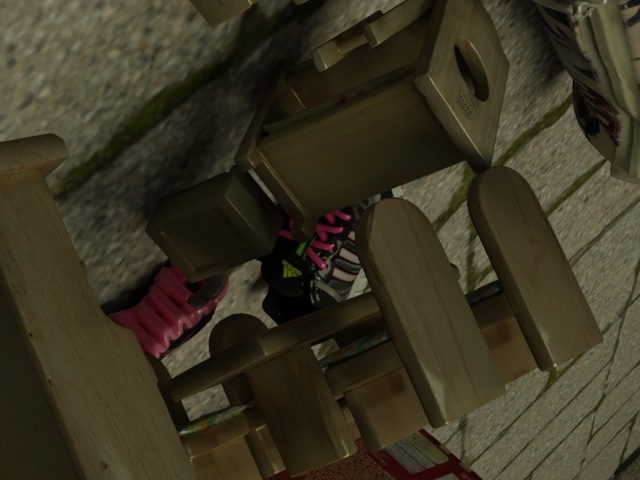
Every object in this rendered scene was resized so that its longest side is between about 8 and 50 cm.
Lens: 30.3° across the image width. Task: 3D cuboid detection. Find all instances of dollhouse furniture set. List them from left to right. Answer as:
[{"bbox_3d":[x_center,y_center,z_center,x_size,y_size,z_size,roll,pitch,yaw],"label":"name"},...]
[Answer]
[{"bbox_3d":[-0.045,0.034,0.530,0.242,0.161,0.212,-17,170,-45],"label":"dollhouse furniture set"},{"bbox_3d":[-0.028,-0.092,0.579,0.182,0.161,0.101,-20,-148,30],"label":"dollhouse furniture set"}]

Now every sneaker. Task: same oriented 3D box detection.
[{"bbox_3d":[-0.102,0.057,0.669,0.119,0.047,0.057,-35,163,-25],"label":"sneaker"},{"bbox_3d":[0.000,0.000,0.721,0.075,0.063,0.170,-40,159,-33],"label":"sneaker"}]

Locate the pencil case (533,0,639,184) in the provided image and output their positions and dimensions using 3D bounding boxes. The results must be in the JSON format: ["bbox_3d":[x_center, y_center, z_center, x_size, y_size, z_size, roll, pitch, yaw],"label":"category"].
[{"bbox_3d":[0.202,-0.156,0.716,0.183,0.160,0.410,-59,155,-1],"label":"pencil case"}]

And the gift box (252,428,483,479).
[{"bbox_3d":[0.012,0.289,0.926,0.276,0.255,0.258,2,123,-52],"label":"gift box"}]
